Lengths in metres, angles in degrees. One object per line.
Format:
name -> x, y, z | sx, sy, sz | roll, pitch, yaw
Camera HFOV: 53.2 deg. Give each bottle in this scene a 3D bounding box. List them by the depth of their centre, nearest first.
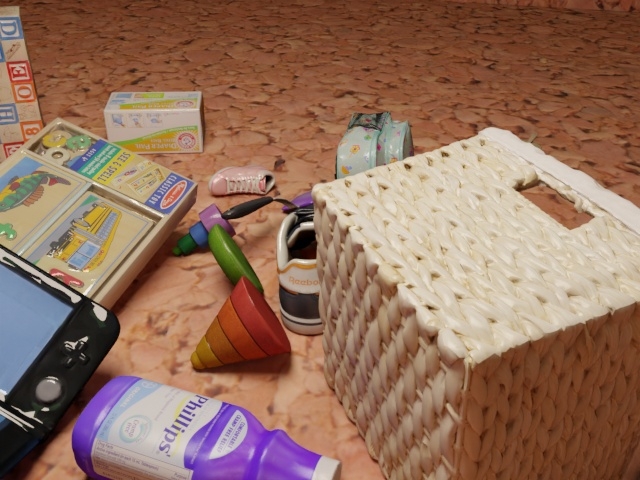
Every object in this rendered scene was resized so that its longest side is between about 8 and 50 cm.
bottle -> -0.120, 0.232, 0.690 | 0.282, 0.092, 0.118 | 12, 34, 15

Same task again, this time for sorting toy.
sorting toy -> -0.161, 0.071, 0.956 | 0.126, 0.127, 0.365 | -34, 36, 0

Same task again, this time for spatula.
spatula -> -0.077, -0.065, 1.126 | 0.084, 0.030, 0.296 | -11, 3, 33

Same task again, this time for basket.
basket -> 0.170, 0.104, 0.701 | 0.266, 0.331, 0.328 | -17, 38, -17

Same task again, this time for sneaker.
sneaker -> 0.000, 0.000, 1.021 | 0.126, 0.128, 0.321 | 2, 32, 2
sneaker -> -0.148, -0.115, 1.249 | 0.134, 0.051, 0.070 | -19, 34, -35

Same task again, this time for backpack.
backpack -> 0.102, -0.140, 1.198 | 0.144, 0.166, 0.188 | 6, 35, 24

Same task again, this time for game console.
game console -> -0.406, 0.102, 0.689 | 0.293, 0.173, 0.250 | 32, 65, -3

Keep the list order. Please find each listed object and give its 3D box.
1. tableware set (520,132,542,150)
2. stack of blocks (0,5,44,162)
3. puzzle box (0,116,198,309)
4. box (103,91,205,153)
tableware set -> 0.407, -0.204, 1.425 | 0.194, 0.039, 0.128 | -5, 34, -10
stack of blocks -> -0.669, -0.309, 1.292 | 0.171, 0.297, 0.087 | -10, 36, -19
puzzle box -> -0.397, -0.003, 0.935 | 0.272, 0.052, 0.409 | 25, 49, 4
box -> -0.360, -0.261, 1.411 | 0.203, 0.103, 0.114 | -3, 34, -7
